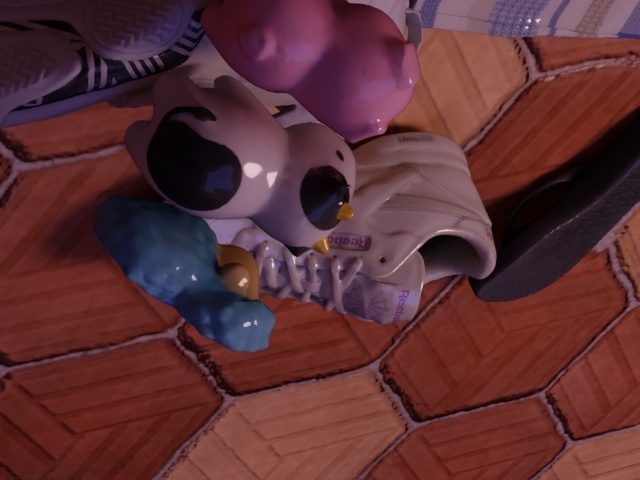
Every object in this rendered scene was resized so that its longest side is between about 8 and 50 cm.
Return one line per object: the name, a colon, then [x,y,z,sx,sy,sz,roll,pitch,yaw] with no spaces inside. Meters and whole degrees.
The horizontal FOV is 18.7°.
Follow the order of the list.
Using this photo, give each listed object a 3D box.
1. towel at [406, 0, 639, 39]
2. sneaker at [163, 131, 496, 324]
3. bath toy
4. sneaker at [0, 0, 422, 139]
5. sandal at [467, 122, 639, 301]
towel: [0.204,-0.238,1.467,0.285,0.034,0.209,0,135,-37]
sneaker: [0.000,0.000,1.534,0.305,0.152,0.114,-12,145,-19]
bath toy: [-0.005,-0.097,1.201,0.151,0.129,0.348,3,128,-43]
sneaker: [-0.087,-0.126,1.319,0.365,0.137,0.210,-26,143,-8]
sandal: [0.233,-0.036,1.744,0.254,0.054,0.097,-41,152,3]
